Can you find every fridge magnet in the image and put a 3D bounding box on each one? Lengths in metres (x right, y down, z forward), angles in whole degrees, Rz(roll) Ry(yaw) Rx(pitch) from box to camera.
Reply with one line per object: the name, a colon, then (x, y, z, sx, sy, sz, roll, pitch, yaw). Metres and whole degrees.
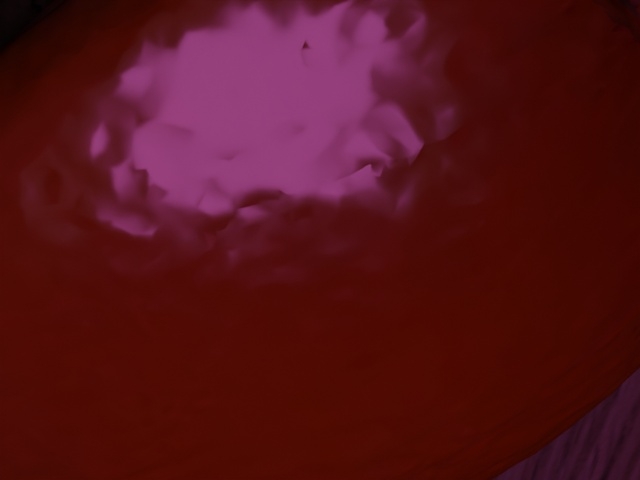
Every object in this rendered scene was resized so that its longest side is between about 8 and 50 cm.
fridge magnet: (0.000, 0.000, 0.676, 0.363, 0.155, 0.364, -15, 142, -12)
